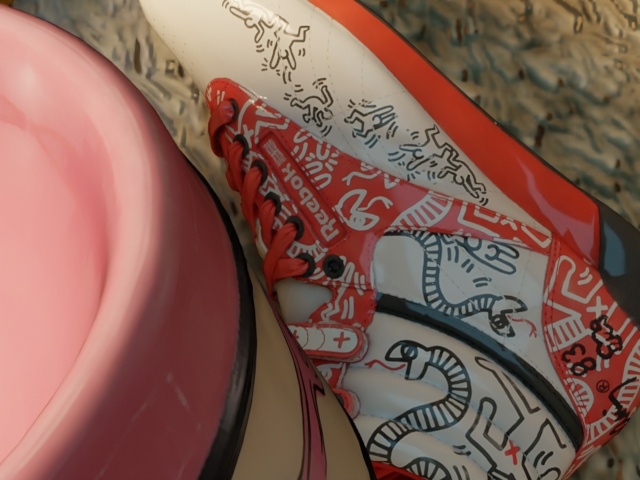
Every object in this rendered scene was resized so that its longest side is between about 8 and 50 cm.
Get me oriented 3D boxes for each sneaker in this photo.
[{"bbox_3d":[0.001,0.000,0.642,0.270,0.090,0.145,38,75,6],"label":"sneaker"}]

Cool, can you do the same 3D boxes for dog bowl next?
[{"bbox_3d":[-0.191,0.071,0.480,0.408,0.150,0.408,-7,38,6],"label":"dog bowl"}]

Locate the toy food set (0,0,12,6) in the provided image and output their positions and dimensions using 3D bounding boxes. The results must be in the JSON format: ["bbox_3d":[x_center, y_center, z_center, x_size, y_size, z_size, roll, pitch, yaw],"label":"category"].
[{"bbox_3d":[-0.248,-0.103,0.659,0.232,0.104,0.111,7,75,1],"label":"toy food set"}]
